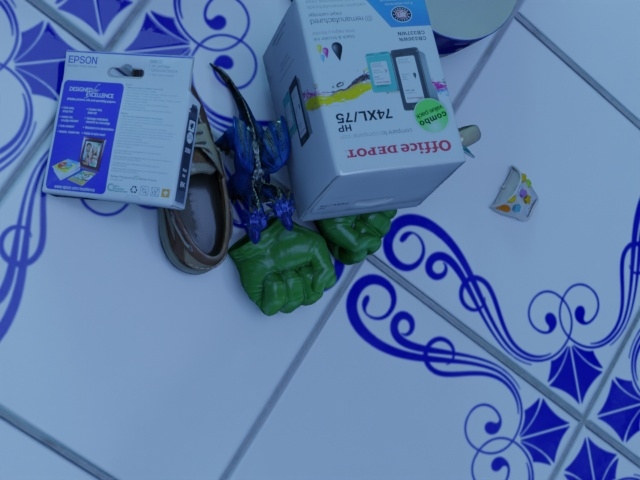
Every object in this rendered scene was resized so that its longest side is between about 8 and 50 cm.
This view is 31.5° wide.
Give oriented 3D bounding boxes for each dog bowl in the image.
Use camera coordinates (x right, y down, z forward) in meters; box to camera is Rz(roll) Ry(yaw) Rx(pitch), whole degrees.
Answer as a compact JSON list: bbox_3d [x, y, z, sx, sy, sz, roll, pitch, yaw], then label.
[{"bbox_3d":[0.183,-0.429,1.791,0.265,0.104,0.265,4,81,-29],"label":"dog bowl"}]

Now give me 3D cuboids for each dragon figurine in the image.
[{"bbox_3d":[-0.096,-0.134,1.645,0.085,0.144,0.289,-3,82,-21],"label":"dragon figurine"}]

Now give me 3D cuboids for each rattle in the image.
[{"bbox_3d":[0.176,-0.183,1.738,0.130,0.200,0.142,-3,98,13],"label":"rattle"}]

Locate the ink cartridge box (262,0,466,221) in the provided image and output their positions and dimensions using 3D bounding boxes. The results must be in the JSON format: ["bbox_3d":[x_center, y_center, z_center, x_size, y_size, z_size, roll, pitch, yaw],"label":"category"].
[{"bbox_3d":[0.057,-0.191,1.627,0.198,0.197,0.270,-8,75,-20],"label":"ink cartridge box"}]

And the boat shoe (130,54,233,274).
[{"bbox_3d":[-0.189,-0.113,1.623,0.123,0.116,0.324,-18,94,-23],"label":"boat shoe"}]

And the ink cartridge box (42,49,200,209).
[{"bbox_3d":[-0.271,-0.155,1.566,0.206,0.045,0.208,7,85,20],"label":"ink cartridge box"}]

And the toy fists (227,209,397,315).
[{"bbox_3d":[0.000,0.000,1.710,0.279,0.096,0.142,-39,103,-21],"label":"toy fists"}]

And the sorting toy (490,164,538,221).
[{"bbox_3d":[0.335,-0.071,1.893,0.075,0.045,0.083,39,72,-37],"label":"sorting toy"}]

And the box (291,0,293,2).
[{"bbox_3d":[0.024,-0.366,1.777,0.116,0.029,0.162,-35,102,-22],"label":"box"}]
